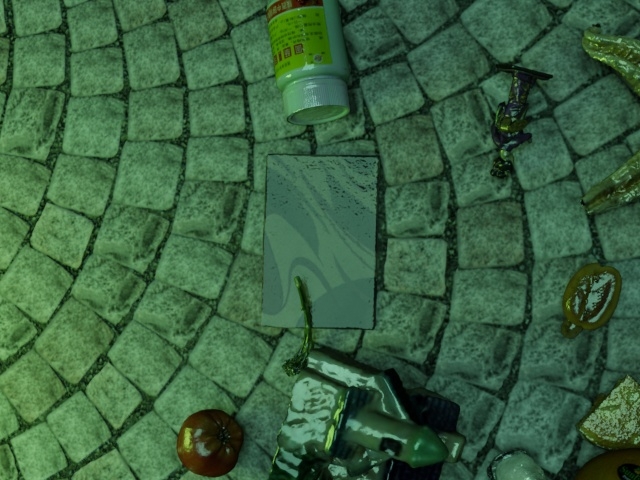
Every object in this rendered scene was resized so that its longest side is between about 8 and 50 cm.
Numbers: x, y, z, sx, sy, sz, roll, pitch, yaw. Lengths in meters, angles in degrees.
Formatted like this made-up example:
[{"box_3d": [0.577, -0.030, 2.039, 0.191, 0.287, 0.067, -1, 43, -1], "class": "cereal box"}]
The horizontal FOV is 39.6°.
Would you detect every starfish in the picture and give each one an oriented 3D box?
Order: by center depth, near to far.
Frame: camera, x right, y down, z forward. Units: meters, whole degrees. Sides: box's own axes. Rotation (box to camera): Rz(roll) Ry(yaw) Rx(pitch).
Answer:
[{"box_3d": [0.608, -0.159, 1.518, 0.432, 0.082, 0.324, 22, 93, 8], "class": "starfish"}]

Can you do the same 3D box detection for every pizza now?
[{"box_3d": [0.527, 0.296, 1.508, 0.175, 0.046, 0.134, 8, 87, 13], "class": "pizza"}]

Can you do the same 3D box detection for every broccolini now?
[{"box_3d": [-0.036, 0.160, 1.632, 0.052, 0.054, 0.194, 2, 98, -22], "class": "broccolini"}]

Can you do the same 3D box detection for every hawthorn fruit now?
[{"box_3d": [-0.211, 0.372, 1.621, 0.140, 0.125, 0.125, -14, 81, 8], "class": "hawthorn fruit"}]

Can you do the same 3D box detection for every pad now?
[{"box_3d": [0.000, 0.000, 1.658, 0.220, 0.004, 0.330, 1, 85, 5], "class": "pad"}]

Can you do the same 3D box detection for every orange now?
[{"box_3d": [0.506, 0.430, 1.427, 0.206, 0.206, 0.206, -1, 84, 12], "class": "orange"}]

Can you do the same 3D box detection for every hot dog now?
[{"box_3d": [0.466, 0.107, 1.538, 0.089, 0.060, 0.140, 18, 81, 17], "class": "hot dog"}]

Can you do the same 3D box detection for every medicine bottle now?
[{"box_3d": [-0.020, -0.339, 1.643, 0.139, 0.139, 0.225, -10, 82, 11], "class": "medicine bottle"}]

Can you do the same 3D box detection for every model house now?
[{"box_3d": [0.092, 0.324, 1.469, 0.284, 0.298, 0.243, 13, 87, 13], "class": "model house"}]

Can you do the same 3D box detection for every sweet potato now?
[{"box_3d": [-0.091, 0.024, 1.680, 0.026, 0.026, 0.115, 11, 87, 13], "class": "sweet potato"}]

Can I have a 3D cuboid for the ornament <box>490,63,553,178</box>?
[{"box_3d": [0.351, -0.211, 1.591, 0.081, 0.088, 0.203, 4, 98, -11], "class": "ornament"}]

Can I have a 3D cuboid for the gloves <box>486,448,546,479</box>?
[{"box_3d": [0.344, 0.437, 1.522, 0.114, 0.070, 0.153, -41, 71, 14], "class": "gloves"}]
